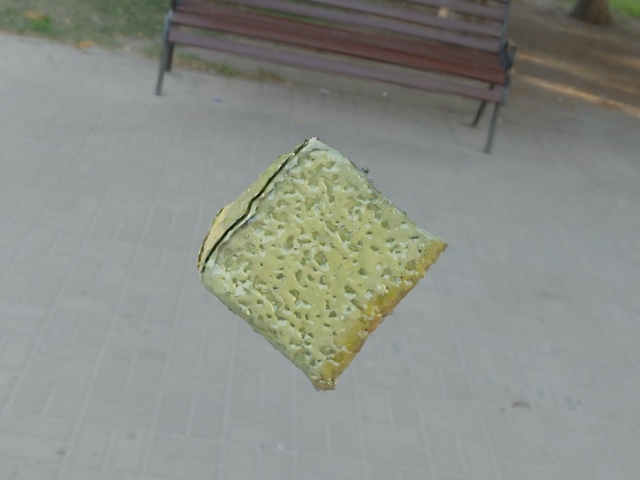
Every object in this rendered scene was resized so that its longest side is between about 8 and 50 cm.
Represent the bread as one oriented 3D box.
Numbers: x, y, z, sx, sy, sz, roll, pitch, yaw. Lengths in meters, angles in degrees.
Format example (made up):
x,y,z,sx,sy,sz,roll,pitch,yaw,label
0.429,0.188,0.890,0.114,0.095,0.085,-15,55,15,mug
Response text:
x,y,z,sx,sy,sz,roll,pitch,yaw,label
0.000,0.000,1.250,0.248,0.279,0.315,38,19,-14,bread
